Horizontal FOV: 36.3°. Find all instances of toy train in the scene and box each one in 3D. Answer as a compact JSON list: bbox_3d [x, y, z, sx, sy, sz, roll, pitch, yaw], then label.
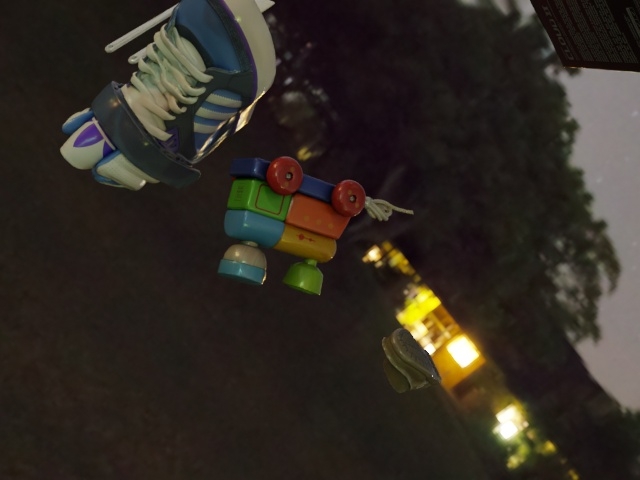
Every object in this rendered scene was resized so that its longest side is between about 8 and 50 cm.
[{"bbox_3d":[0.000,0.000,1.135,0.248,0.143,0.105,18,-6,-31],"label":"toy train"}]

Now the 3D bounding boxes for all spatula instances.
[{"bbox_3d":[-0.210,-0.334,1.530,0.168,0.242,0.019,39,-22,39],"label":"spatula"}]

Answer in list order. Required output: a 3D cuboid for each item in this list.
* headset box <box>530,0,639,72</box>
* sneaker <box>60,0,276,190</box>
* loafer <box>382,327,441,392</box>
[{"bbox_3d":[0.346,-0.257,0.906,0.110,0.218,0.293,58,-9,-20],"label":"headset box"},{"bbox_3d":[-0.188,-0.159,1.127,0.130,0.236,0.323,53,-19,9],"label":"sneaker"},{"bbox_3d":[0.093,0.137,1.053,0.056,0.050,0.148,63,8,29],"label":"loafer"}]
